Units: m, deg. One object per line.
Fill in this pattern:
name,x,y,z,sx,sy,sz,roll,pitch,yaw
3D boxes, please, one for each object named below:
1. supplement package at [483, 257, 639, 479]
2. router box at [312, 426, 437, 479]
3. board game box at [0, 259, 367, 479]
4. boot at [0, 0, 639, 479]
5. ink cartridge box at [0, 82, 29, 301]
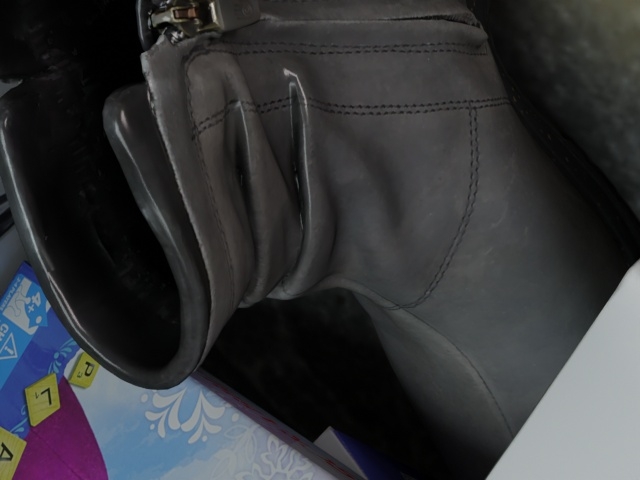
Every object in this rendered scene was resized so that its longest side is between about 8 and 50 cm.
supplement package,0.147,0.059,0.477,0.139,0.244,0.134,38,122,14
router box,0.004,0.289,0.609,0.301,0.082,0.335,-47,48,10
board game box,-0.085,0.208,0.616,0.318,0.066,0.319,28,87,43
boot,0.000,0.000,0.562,0.118,0.223,0.338,-19,101,36
ink cartridge box,-0.253,-0.055,0.729,0.285,0.166,0.395,30,125,16
